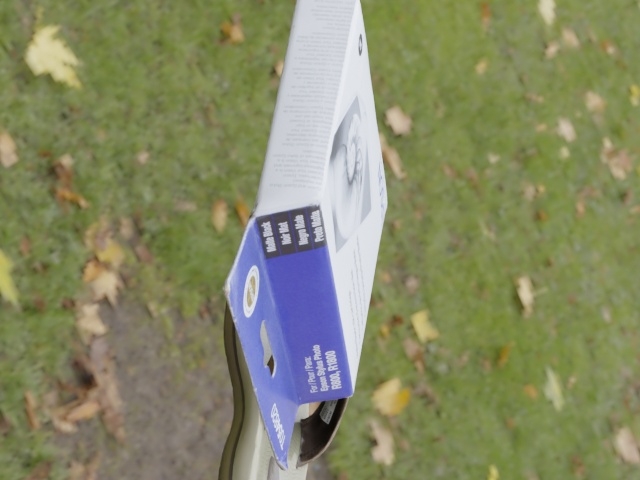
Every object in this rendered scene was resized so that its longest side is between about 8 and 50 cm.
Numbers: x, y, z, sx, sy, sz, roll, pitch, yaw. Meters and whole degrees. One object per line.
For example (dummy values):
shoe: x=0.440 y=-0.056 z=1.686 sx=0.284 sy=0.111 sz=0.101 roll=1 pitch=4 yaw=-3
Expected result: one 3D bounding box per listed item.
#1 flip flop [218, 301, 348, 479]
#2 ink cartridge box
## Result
flip flop: x=-0.019 y=0.116 z=1.087 sx=0.112 sy=0.080 sz=0.277 roll=46 pitch=40 yaw=-47
ink cartridge box: x=0.000 y=0.000 z=0.924 sx=0.223 sy=0.045 sz=0.224 roll=79 pitch=20 yaw=-55
